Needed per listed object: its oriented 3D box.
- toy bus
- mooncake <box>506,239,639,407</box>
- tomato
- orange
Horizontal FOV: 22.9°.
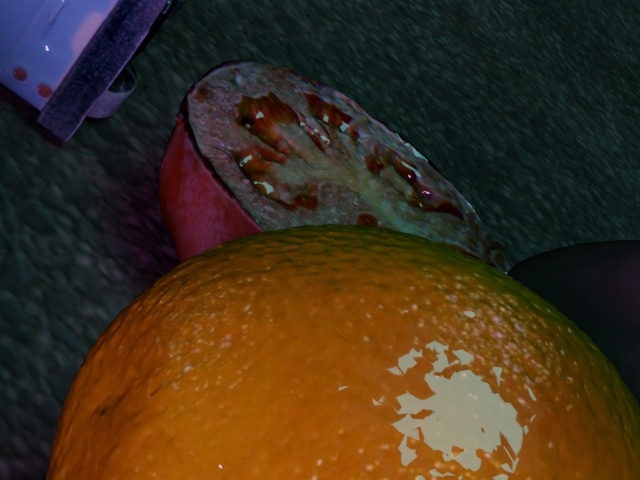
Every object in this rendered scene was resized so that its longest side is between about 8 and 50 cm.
[{"bbox_3d":[-0.128,-0.196,0.879,0.165,0.133,0.271,35,32,-11],"label":"toy bus"},{"bbox_3d":[0.166,0.115,0.792,0.245,0.133,0.244,17,70,-55],"label":"mooncake"},{"bbox_3d":[0.000,0.002,0.839,0.225,0.085,0.225,30,31,-20],"label":"tomato"},{"bbox_3d":[0.013,0.101,0.588,0.236,0.236,0.236,33,31,-22],"label":"orange"}]
